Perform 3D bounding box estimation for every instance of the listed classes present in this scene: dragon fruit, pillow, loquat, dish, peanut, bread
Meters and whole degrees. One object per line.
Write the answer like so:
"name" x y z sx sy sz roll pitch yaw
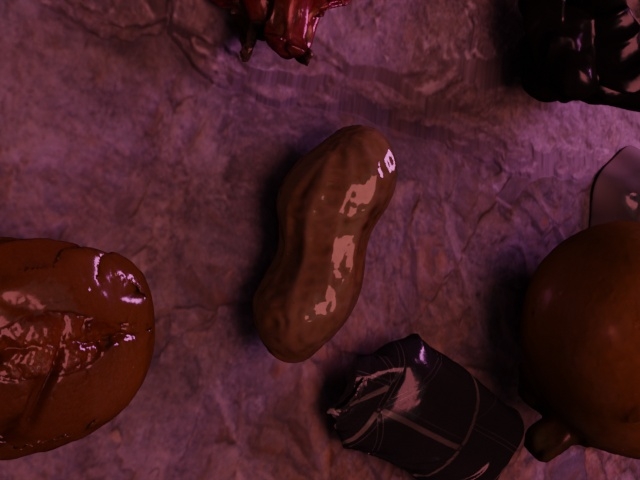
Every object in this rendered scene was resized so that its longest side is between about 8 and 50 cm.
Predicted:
"dragon fruit" -0.021 -0.280 1.463 0.262 0.134 0.211 5 98 -46
"pillow" 0.134 0.222 1.752 0.335 0.093 0.161 38 75 -42
"loquat" 0.396 0.147 1.858 0.359 0.328 0.328 -45 130 -6
"dish" 0.463 -0.039 2.058 0.191 0.066 0.190 -12 107 -44
"peanut" 0.000 0.000 1.555 0.125 0.111 0.274 23 81 -41
"bread" -0.272 0.090 1.272 0.270 0.143 0.195 -2 100 -48

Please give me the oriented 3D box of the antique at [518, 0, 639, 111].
"antique" 0.383 -0.289 1.836 0.322 0.185 0.255 8 92 -34
